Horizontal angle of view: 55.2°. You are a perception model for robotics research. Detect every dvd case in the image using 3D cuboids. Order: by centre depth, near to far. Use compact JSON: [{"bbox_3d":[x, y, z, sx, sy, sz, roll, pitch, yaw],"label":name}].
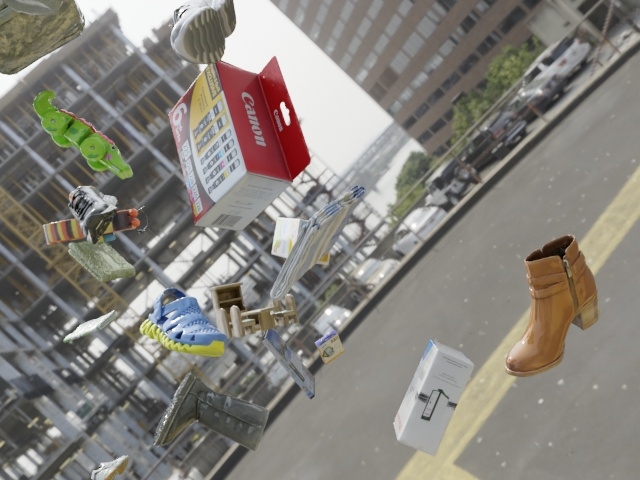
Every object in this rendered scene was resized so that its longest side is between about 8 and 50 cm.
[{"bbox_3d":[-0.104,0.399,2.042,0.022,0.253,0.180,-39,5,3],"label":"dvd case"}]

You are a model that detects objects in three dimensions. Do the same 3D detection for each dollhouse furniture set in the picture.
[{"bbox_3d":[-0.227,0.203,1.891,0.212,0.160,0.242,-8,-5,-41],"label":"dollhouse furniture set"}]

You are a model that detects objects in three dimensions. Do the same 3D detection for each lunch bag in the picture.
[{"bbox_3d":[-0.787,-0.592,1.615,0.305,0.212,0.256,-35,22,-9],"label":"lunch bag"}]

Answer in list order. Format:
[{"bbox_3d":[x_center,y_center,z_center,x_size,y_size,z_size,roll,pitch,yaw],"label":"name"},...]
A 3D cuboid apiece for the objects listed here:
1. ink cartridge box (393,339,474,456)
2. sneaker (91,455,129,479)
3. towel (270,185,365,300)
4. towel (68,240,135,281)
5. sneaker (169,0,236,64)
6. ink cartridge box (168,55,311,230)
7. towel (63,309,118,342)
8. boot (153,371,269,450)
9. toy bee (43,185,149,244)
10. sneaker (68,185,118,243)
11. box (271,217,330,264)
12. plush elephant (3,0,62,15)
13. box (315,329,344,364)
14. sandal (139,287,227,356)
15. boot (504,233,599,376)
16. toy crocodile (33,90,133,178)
[{"bbox_3d":[0.234,0.324,1.285,0.148,0.086,0.203,2,-69,-86],"label":"ink cartridge box"},{"bbox_3d":[-0.360,0.389,1.052,0.083,0.037,0.031,-14,-62,-78],"label":"sneaker"},{"bbox_3d":[0.000,0.000,1.302,0.209,0.034,0.285,-62,-11,29],"label":"towel"},{"bbox_3d":[-0.529,0.047,1.484,0.110,0.148,0.027,-12,-45,-56],"label":"towel"},{"bbox_3d":[-0.250,-0.417,1.223,0.115,0.105,0.281,-2,31,10],"label":"sneaker"},{"bbox_3d":[-0.183,-0.224,1.327,0.130,0.309,0.272,7,-35,-44],"label":"ink cartridge box"},{"bbox_3d":[-0.736,0.274,1.961,0.152,0.023,0.113,-21,12,18],"label":"towel"},{"bbox_3d":[-0.229,0.399,1.317,0.076,0.209,0.189,-40,18,49],"label":"boot"},{"bbox_3d":[-0.562,-0.057,1.622,0.162,0.195,0.298,-9,25,45],"label":"toy bee"},{"bbox_3d":[-0.542,-0.068,1.434,0.100,0.108,0.271,-56,23,-1],"label":"sneaker"},{"bbox_3d":[-0.051,0.000,1.700,0.203,0.103,0.114,-169,89,-68],"label":"box"},{"bbox_3d":[-0.491,-0.532,1.010,0.256,0.329,0.272,-12,-29,4],"label":"plush elephant"},{"bbox_3d":[0.031,0.364,2.109,0.081,0.028,0.136,-33,-44,-13],"label":"box"},{"bbox_3d":[-0.338,0.201,1.517,0.317,0.126,0.138,12,83,44],"label":"sandal"},{"bbox_3d":[0.477,0.138,1.302,0.284,0.220,0.109,-32,25,-13],"label":"boot"},{"bbox_3d":[-0.667,-0.290,1.725,0.105,0.341,0.115,-54,-5,-15],"label":"toy crocodile"}]
